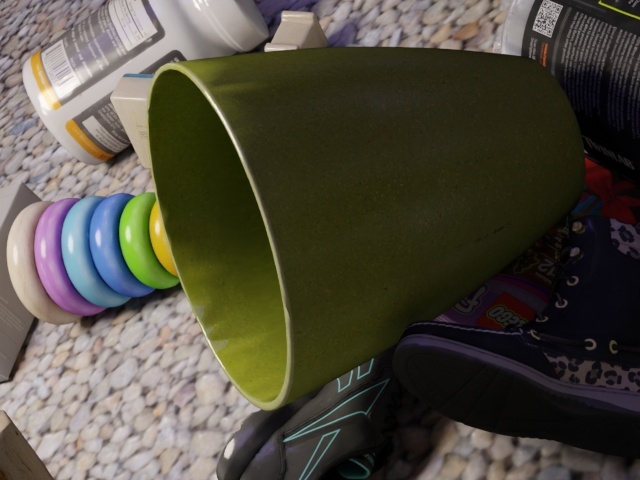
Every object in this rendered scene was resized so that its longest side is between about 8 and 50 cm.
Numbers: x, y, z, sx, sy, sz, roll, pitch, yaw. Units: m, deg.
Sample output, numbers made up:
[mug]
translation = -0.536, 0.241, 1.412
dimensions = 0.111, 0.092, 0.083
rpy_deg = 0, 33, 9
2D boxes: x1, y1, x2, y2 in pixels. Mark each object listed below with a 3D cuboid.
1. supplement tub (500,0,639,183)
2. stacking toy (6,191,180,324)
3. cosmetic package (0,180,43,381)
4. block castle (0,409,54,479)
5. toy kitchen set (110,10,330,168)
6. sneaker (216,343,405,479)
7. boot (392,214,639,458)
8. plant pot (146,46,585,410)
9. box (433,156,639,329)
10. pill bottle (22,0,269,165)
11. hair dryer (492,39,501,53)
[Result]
[supplement tub]
translation = 0.316, -0.136, 1.406
dimensions = 0.207, 0.207, 0.338
rpy_deg = -44, 33, -5
[stacking toy]
translation = -0.170, -0.007, 1.821
dimensions = 0.330, 0.141, 0.141
rpy_deg = -14, 41, 28
[cosmetic package]
translation = -0.397, 0.057, 1.990
dimensions = 0.127, 0.107, 0.238
rpy_deg = -19, 42, 34
[block castle]
translation = -0.459, 0.348, 1.623
dimensions = 0.453, 0.213, 0.303
rpy_deg = -10, 31, 28
[toy kitchen set]
translation = -0.108, -0.177, 1.996
dimensions = 0.207, 0.122, 0.166
rpy_deg = 5, 51, 23
[sneaker]
translation = 0.034, 0.147, 1.485
dimensions = 0.106, 0.101, 0.267
rpy_deg = 37, 71, 27
[boot]
translation = 0.174, 0.060, 1.308
dimensions = 0.085, 0.236, 0.178
rpy_deg = 118, 164, -52
[plant pot]
translation = 0.050, -0.041, 1.340
dimensions = 0.293, 0.274, 0.275
rpy_deg = -17, 27, -20
[box]
translation = 0.123, -0.021, 1.483
dimensions = 0.293, 0.057, 0.201
rpy_deg = 33, 67, 32
[pill bottle]
translation = -0.213, -0.227, 2.085
dimensions = 0.278, 0.162, 0.162
rpy_deg = -32, 34, 11
[hair dryer]
translation = 0.154, -0.091, 1.664
dimensions = 0.223, 0.080, 0.293
rpy_deg = -33, 25, 41
